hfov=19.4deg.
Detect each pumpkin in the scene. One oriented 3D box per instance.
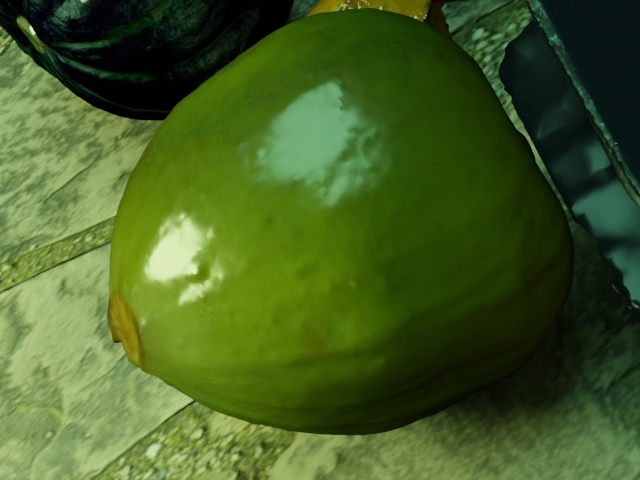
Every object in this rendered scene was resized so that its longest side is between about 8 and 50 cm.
[{"bbox_3d":[-0.195,-0.287,1.812,0.266,0.363,0.363,-48,44,-10],"label":"pumpkin"}]

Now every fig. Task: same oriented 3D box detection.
[{"bbox_3d":[0.006,-0.002,1.421,0.343,0.343,0.343,-16,42,15],"label":"fig"}]

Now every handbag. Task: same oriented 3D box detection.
[{"bbox_3d":[0.328,-0.094,1.420,0.329,0.122,0.303,-8,51,-18],"label":"handbag"}]

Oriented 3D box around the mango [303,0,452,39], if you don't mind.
[{"bbox_3d":[0.029,-0.145,1.720,0.154,0.126,0.252,26,70,31],"label":"mango"}]
